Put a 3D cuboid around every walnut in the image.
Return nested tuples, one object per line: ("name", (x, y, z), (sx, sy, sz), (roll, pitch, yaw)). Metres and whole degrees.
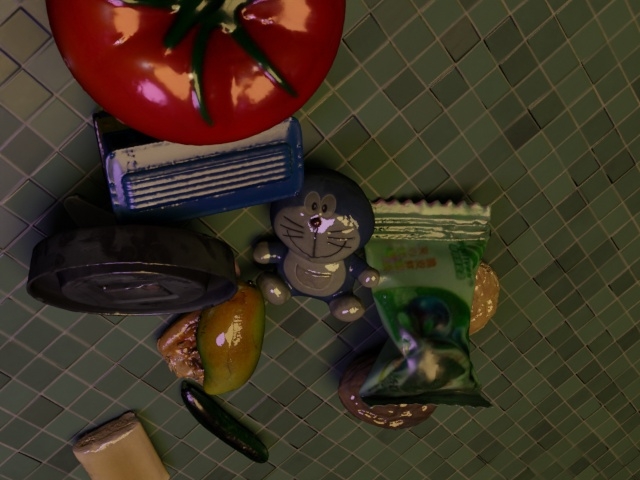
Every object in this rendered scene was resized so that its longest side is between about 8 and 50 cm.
("walnut", (0.140, 0.302, 1.745), (0.230, 0.178, 0.178), (1, 122, -23))

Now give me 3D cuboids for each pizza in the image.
("pizza", (-0.210, 0.216, 1.589), (0.147, 0.069, 0.226), (-25, 129, -10))

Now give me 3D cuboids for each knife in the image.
("knife", (-0.285, 0.011, 1.445), (0.336, 0.043, 0.081), (26, 114, -29))

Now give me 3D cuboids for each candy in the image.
("candy", (0.199, 0.118, 1.608), (0.263, 0.172, 0.397), (-3, 102, -19))

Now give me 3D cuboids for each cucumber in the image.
("cucumber", (-0.193, 0.372, 1.713), (0.056, 0.056, 0.284), (-38, 125, 3))

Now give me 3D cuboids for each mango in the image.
("mango", (-0.162, 0.176, 1.494), (0.125, 0.111, 0.232), (5, 116, -31))

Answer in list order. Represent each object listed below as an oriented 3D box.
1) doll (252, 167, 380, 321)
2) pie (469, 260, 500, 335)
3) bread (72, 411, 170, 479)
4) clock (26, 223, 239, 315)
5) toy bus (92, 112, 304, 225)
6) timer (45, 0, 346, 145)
("doll", (0.000, 0.000, 1.474), (0.228, 0.154, 0.258), (14, 133, 8))
("pie", (0.287, 0.121, 1.760), (0.185, 0.052, 0.218), (-28, 126, -2))
("bread", (-0.384, 0.424, 1.655), (0.140, 0.060, 0.178), (-22, 128, -11))
("clock", (-0.287, 0.053, 1.328), (0.319, 0.066, 0.319), (-3, 161, -1))
("toy bus", (-0.184, -0.131, 1.294), (0.288, 0.175, 0.138), (-13, 125, -16))
("timer", (-0.158, -0.312, 1.101), (0.378, 0.279, 0.377), (-5, 107, -16))
